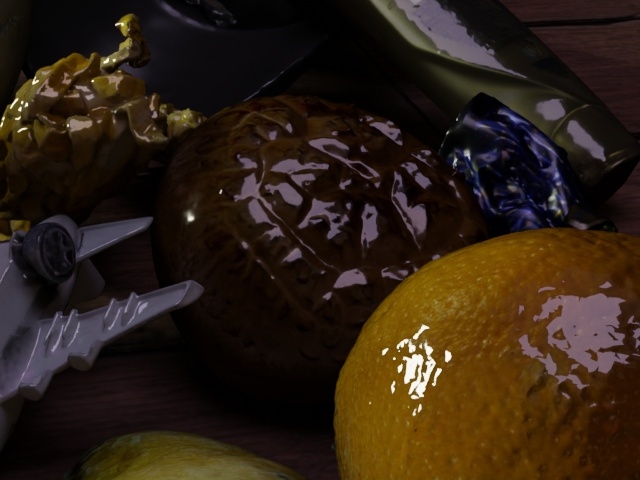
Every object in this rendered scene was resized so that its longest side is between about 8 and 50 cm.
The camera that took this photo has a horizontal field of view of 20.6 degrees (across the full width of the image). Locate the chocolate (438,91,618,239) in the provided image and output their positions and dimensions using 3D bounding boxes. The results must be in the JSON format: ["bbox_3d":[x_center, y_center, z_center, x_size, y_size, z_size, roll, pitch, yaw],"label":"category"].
[{"bbox_3d":[0.225,0.015,1.332,0.343,0.126,0.148,32,0,26],"label":"chocolate"}]

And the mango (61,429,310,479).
[{"bbox_3d":[-0.054,0.196,0.899,0.176,0.175,0.329,35,4,-12],"label":"mango"}]

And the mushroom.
[{"bbox_3d":[0.000,0.000,1.233,0.253,0.153,0.253,12,45,-12],"label":"mushroom"}]

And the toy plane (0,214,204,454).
[{"bbox_3d":[-0.209,0.063,1.123,0.251,0.101,0.255,-8,35,30],"label":"toy plane"}]

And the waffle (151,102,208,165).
[{"bbox_3d":[-0.092,-0.071,1.399,0.191,0.038,0.191,25,-8,4],"label":"waffle"}]

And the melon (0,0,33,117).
[{"bbox_3d":[-0.362,-0.208,1.412,0.269,0.330,0.268,-5,-13,-1],"label":"melon"}]

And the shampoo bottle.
[{"bbox_3d":[0.127,-0.163,1.528,0.350,0.084,0.125,45,48,17],"label":"shampoo bottle"}]

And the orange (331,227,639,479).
[{"bbox_3d":[0.130,0.113,0.986,0.264,0.264,0.264,5,29,-3],"label":"orange"}]

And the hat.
[{"bbox_3d":[-0.113,-0.215,1.661,0.366,0.257,0.381,35,71,10],"label":"hat"}]

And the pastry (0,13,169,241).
[{"bbox_3d":[-0.178,-0.070,1.276,0.154,0.250,0.102,-40,94,-32],"label":"pastry"}]
